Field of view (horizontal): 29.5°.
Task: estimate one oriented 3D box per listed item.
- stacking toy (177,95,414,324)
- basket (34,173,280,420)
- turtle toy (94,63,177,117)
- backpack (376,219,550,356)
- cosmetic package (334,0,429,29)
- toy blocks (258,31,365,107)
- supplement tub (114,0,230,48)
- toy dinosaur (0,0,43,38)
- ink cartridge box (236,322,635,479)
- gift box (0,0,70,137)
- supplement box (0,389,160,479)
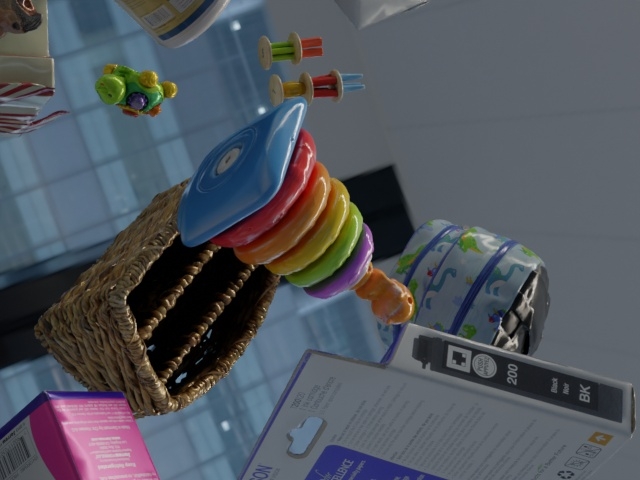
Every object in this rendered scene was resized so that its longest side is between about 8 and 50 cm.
[{"bbox_3d":[0.000,0.000,1.388,0.165,0.175,0.302,-29,-58,37],"label":"stacking toy"},{"bbox_3d":[-0.157,0.068,1.493,0.213,0.299,0.223,50,-39,-14],"label":"basket"},{"bbox_3d":[-0.277,-0.217,1.769,0.095,0.130,0.066,14,-95,30],"label":"turtle toy"},{"bbox_3d":[0.214,0.114,1.769,0.273,0.290,0.355,36,-6,2],"label":"backpack"},{"bbox_3d":[0.054,-0.295,0.970,0.085,0.117,0.231,56,-18,34],"label":"cosmetic package"},{"bbox_3d":[-0.012,-0.269,1.893,0.054,0.148,0.123,126,-49,-62],"label":"toy blocks"},{"bbox_3d":[-0.222,-0.365,1.585,0.199,0.144,0.144,43,-11,-30],"label":"supplement tub"},{"bbox_3d":[-0.342,-0.296,1.005,0.296,0.127,0.200,48,-40,40],"label":"toy dinosaur"},{"bbox_3d":[0.064,0.132,0.796,0.206,0.208,0.045,117,-15,-50],"label":"ink cartridge box"},{"bbox_3d":[-0.438,-0.245,1.481,0.255,0.276,0.258,157,-68,-69],"label":"gift box"},{"bbox_3d":[-0.223,0.267,1.176,0.111,0.114,0.220,-39,-117,25],"label":"supplement box"}]
